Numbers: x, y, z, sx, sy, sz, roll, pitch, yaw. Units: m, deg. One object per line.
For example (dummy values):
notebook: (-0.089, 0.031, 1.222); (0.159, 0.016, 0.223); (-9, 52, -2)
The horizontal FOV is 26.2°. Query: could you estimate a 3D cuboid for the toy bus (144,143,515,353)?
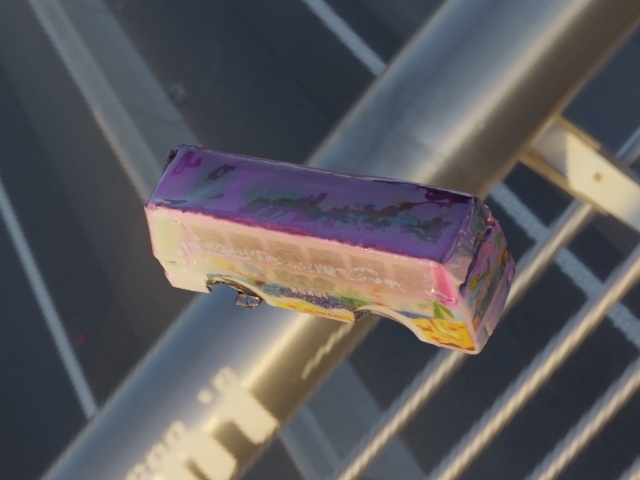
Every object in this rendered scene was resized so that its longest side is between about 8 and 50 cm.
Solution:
toy bus: (0.000, 0.000, 1.012); (0.274, 0.112, 0.090); (10, 58, 28)
